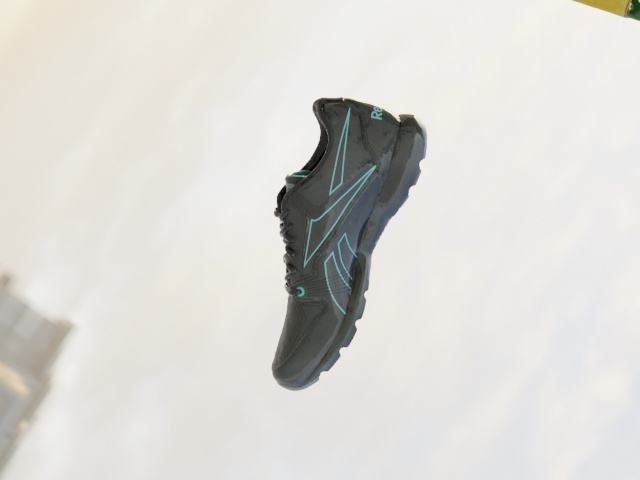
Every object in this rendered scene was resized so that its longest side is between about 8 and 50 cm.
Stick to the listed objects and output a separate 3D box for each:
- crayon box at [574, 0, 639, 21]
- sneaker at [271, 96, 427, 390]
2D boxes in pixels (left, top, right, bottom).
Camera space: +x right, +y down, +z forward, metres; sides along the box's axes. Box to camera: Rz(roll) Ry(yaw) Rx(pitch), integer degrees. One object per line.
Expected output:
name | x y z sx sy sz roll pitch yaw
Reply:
crayon box | 0.201 -0.313 1.739 0.202 0.319 0.081 -64 170 -48
sneaker | 0.000 0.000 1.709 0.267 0.106 0.101 -69 -164 -2
